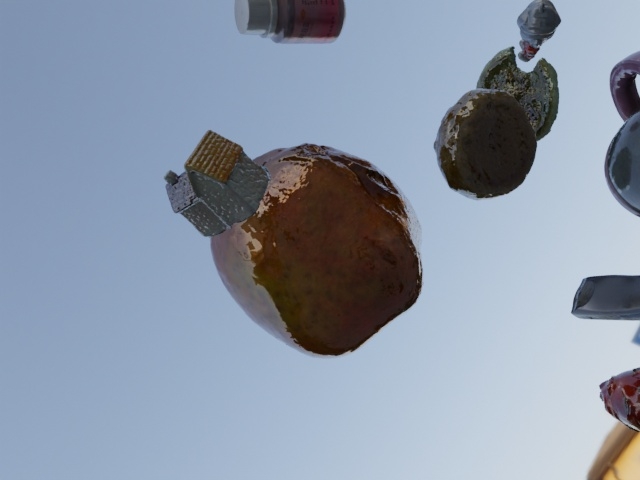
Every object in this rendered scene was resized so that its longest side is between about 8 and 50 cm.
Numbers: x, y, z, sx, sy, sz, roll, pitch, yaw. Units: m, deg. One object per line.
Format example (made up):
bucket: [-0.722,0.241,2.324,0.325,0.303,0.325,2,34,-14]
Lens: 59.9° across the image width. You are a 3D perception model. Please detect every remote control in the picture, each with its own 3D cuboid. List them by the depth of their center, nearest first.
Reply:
remote control: [0.357,0.061,0.613,0.028,0.212,0.059,24,-103,-10]

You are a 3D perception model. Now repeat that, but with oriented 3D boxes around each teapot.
teapot: [0.321,-0.098,0.486,0.146,0.116,0.148,36,-123,-67]

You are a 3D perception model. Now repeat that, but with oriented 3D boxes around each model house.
model house: [-0.136,-0.073,0.698,0.100,0.101,0.087,44,-142,-26]

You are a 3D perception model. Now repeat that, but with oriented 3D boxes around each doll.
doll: [0.416,-0.408,1.075,0.180,0.079,0.093,43,-125,-77]

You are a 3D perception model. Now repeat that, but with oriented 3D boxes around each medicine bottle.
medicine bottle: [-0.071,-0.539,1.314,0.247,0.147,0.147,-10,-62,-25]

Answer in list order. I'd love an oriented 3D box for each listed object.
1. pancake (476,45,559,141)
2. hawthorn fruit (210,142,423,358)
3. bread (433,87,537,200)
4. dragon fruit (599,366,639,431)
pancake: [0.477,-0.344,1.372,0.037,0.254,0.253,-14,-61,-34]
hawthorn fruit: [0.000,0.000,1.204,0.472,0.472,0.471,-19,-58,-33]
bread: [0.335,-0.195,1.149,0.230,0.123,0.229,-2,-86,-24]
dragon fruit: [0.615,0.302,0.992,0.125,0.246,0.125,-43,-82,-6]
